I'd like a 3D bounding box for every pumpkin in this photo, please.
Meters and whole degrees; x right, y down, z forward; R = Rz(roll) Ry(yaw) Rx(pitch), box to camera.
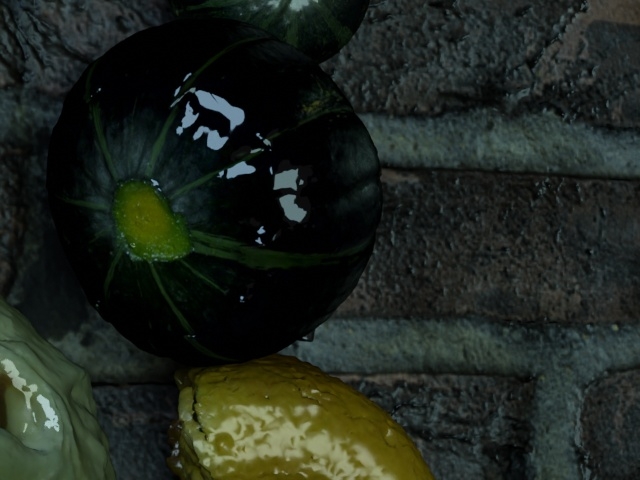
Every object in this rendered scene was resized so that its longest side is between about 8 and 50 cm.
[{"bbox_3d":[-0.078,-0.046,1.477,0.296,0.296,0.296,0,90,-29],"label":"pumpkin"},{"bbox_3d":[-0.046,-0.235,1.550,0.190,0.146,0.190,0,96,-5],"label":"pumpkin"}]

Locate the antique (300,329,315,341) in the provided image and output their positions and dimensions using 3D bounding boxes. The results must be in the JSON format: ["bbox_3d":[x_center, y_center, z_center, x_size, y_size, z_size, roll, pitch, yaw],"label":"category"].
[{"bbox_3d":[0.000,0.000,1.643,0.015,0.031,0.192,14,84,-21],"label":"antique"}]

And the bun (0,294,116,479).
[{"bbox_3d":[-0.287,0.161,1.308,0.364,0.202,0.364,40,32,-31],"label":"bun"}]

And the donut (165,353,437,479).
[{"bbox_3d":[-0.032,0.316,1.502,0.377,0.163,0.435,24,76,-9],"label":"donut"}]
